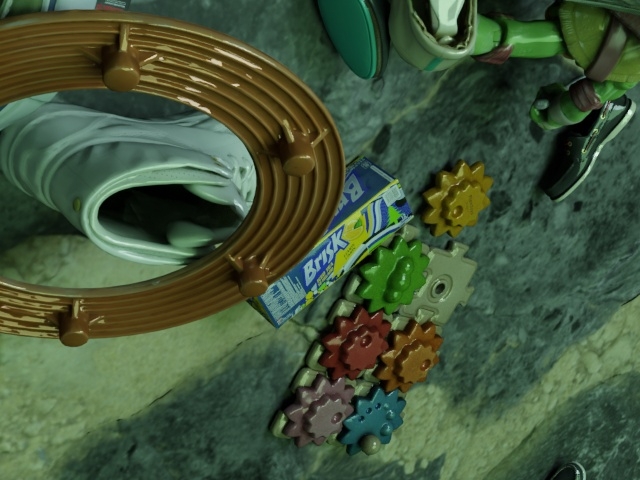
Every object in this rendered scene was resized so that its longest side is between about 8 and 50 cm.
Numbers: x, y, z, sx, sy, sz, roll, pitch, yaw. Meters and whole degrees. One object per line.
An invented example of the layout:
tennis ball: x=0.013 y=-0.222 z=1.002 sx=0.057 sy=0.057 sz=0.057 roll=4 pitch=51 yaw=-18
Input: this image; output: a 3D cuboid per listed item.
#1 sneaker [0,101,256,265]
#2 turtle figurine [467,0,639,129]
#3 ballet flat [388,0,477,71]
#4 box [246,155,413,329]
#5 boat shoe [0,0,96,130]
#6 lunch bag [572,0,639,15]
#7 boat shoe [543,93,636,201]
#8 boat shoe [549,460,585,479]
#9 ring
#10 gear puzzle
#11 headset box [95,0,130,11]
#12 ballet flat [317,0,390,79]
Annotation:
sneaker: x=-0.085 y=-0.036 z=1.005 sx=0.292 sy=0.169 sz=0.108 roll=-3 pitch=116 yaw=-38
turtle figurine: x=0.206 y=-0.211 z=1.170 sx=0.266 sy=0.275 sz=0.198 roll=12 pitch=133 yaw=-21
ballet flat: x=0.095 y=-0.259 z=1.011 sx=0.086 sy=0.086 sz=0.248 roll=-7 pitch=99 yaw=-35
box: x=0.000 y=0.000 z=1.168 sx=0.169 sy=0.059 sz=0.054 roll=-39 pitch=134 yaw=-13
boat shoe: x=-0.240 y=-0.108 z=0.793 sx=0.094 sy=0.109 sz=0.302 roll=-11 pitch=160 yaw=-46
lunch bag: x=0.293 y=-0.289 z=0.971 sx=0.305 sy=0.212 sz=0.256 roll=10 pitch=104 yaw=0
boat shoe: x=0.271 y=-0.101 z=1.332 sx=0.042 sy=0.049 sz=0.133 roll=30 pitch=104 yaw=-17
boat shoe: x=0.286 y=0.330 z=1.607 sx=0.038 sy=0.046 sz=0.125 roll=15 pitch=115 yaw=-47
ring: x=-0.148 y=-0.019 z=0.835 sx=0.336 sy=0.032 sz=0.336 roll=-7 pitch=145 yaw=-5
gear puzzle: x=0.091 y=0.075 z=1.295 sx=0.175 sy=0.044 sz=0.339 roll=18 pitch=104 yaw=-43
headset box: x=-0.166 y=-0.200 z=0.935 sx=0.062 sy=0.032 sz=0.083 roll=8 pitch=110 yaw=-41
ballet flat: x=0.024 y=-0.224 z=1.044 sx=0.074 sy=0.074 sz=0.203 roll=-39 pitch=130 yaw=-12
